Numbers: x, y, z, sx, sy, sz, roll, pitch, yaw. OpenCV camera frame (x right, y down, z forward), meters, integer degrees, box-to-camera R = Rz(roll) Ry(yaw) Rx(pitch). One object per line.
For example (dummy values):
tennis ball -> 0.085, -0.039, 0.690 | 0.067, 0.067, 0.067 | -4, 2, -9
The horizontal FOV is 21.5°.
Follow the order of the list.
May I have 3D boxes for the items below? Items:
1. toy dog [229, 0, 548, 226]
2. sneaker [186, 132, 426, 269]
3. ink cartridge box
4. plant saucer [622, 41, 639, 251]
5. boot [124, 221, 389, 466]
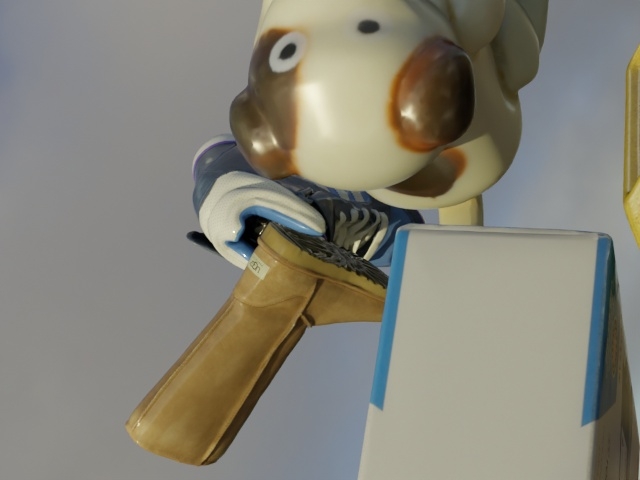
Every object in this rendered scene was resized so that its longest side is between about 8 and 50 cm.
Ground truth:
toy dog -> 0.052, -0.156, 1.665 | 0.408, 0.284, 0.395 | -14, -76, -72
sneaker -> 0.000, -0.001, 1.968 | 0.130, 0.323, 0.236 | -60, 24, 21
ink cartridge box -> 0.151, 0.206, 1.305 | 0.395, 0.166, 0.285 | 66, -150, -58
plant saucer -> 0.302, -0.155, 1.207 | 0.332, 0.081, 0.333 | -74, 6, -58
boot -> -0.052, 0.124, 1.803 | 0.236, 0.089, 0.269 | 24, -75, -39
